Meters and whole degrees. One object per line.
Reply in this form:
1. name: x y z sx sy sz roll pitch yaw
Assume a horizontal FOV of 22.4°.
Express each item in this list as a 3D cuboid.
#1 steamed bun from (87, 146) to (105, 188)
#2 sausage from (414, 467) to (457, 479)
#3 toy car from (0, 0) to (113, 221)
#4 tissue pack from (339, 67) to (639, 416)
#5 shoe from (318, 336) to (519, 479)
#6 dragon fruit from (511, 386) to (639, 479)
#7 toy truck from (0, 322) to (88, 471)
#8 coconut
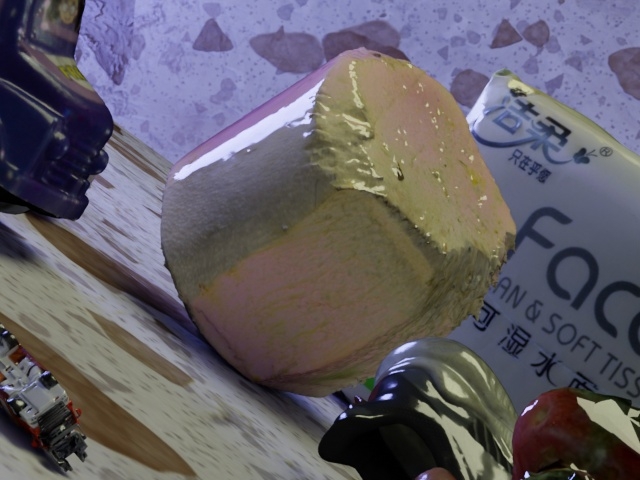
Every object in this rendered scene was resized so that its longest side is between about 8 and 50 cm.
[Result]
1. steamed bun: -0.220 -0.082 1.228 0.112 0.091 0.130 35 2 11
2. sausage: 0.086 0.179 0.780 0.043 0.043 0.186 35 14 -33
3. toy car: -0.224 -0.116 1.005 0.235 0.158 0.172 36 3 6
4. tissue pack: 0.237 0.101 1.378 0.405 0.332 0.205 37 7 30
5. shoe: 0.084 0.162 0.902 0.112 0.099 0.227 -16 66 -46
6. dragon fruit: 0.122 0.163 0.361 0.200 0.198 0.269 49 8 -40
7. toy truck: -0.119 0.060 0.643 0.083 0.024 0.032 34 -29 44
8. coconut: 0.000 0.000 1.199 0.233 0.245 0.233 32 40 -32
